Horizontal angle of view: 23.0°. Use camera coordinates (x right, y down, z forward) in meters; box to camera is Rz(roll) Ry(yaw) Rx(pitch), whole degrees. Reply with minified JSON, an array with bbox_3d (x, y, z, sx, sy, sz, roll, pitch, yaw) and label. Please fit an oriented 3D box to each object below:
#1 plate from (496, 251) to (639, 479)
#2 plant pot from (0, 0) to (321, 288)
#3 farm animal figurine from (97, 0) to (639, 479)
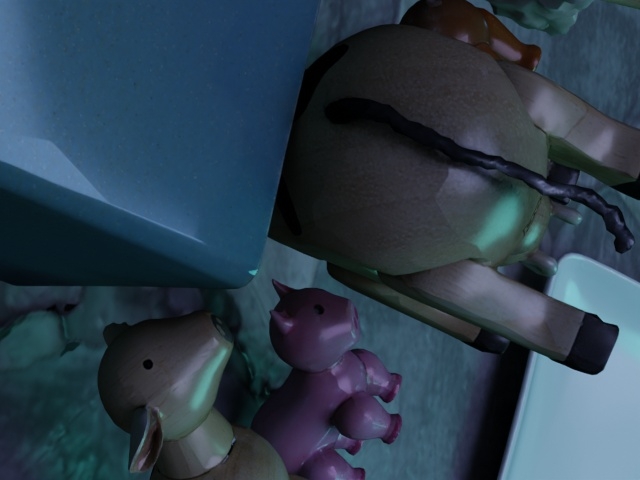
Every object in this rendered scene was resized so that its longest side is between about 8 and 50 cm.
[{"bbox_3d":[0.210,0.182,0.979,0.278,0.045,0.277,24,75,-24],"label":"plate"},{"bbox_3d":[-0.142,-0.096,0.515,0.234,0.165,0.166,22,75,-37],"label":"plant pot"},{"bbox_3d":[0.000,0.000,0.636,0.172,0.327,0.330,23,67,-13],"label":"farm animal figurine"}]
